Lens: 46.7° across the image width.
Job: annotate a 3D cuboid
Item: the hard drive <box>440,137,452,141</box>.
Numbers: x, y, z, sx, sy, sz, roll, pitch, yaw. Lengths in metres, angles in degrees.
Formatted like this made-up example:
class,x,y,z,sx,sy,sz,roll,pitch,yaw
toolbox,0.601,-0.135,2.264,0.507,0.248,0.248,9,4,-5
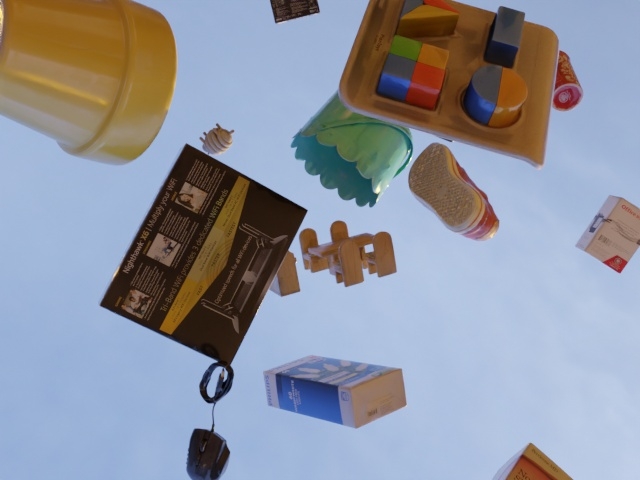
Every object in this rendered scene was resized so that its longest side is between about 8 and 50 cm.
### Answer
class,x,y,z,sx,sy,sz,roll,pitch,yaw
hard drive,0.318,-0.329,2.039,0.094,0.022,0.135,19,-140,-18

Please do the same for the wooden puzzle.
class,x,y,z,sx,sy,sz,roll,pitch,yaw
wooden puzzle,0.230,-0.299,1.213,0.348,0.080,0.322,19,-124,-1

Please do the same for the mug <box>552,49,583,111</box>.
class,x,y,z,sx,sy,sz,roll,pitch,yaw
mug,0.655,-0.452,2.082,0.150,0.113,0.169,21,-141,-21

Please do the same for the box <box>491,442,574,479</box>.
class,x,y,z,sx,sy,sz,roll,pitch,yaw
box,0.401,0.544,1.480,0.149,0.126,0.232,41,-140,14

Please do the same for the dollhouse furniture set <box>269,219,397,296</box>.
class,x,y,z,sx,sy,sz,roll,pitch,yaw
dollhouse furniture set,0.000,0.000,1.528,0.242,0.160,0.212,-15,-167,-21

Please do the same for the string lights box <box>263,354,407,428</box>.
class,x,y,z,sx,sy,sz,roll,pitch,yaw
string lights box,0.022,0.282,1.410,0.133,0.076,0.260,-12,-173,-40

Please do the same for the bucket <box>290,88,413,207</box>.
class,x,y,z,sx,sy,sz,roll,pitch,yaw
bucket,0.083,-0.231,1.827,0.281,0.281,0.183,33,-104,16

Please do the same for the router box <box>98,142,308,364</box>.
class,x,y,z,sx,sy,sz,roll,pitch,yaw
router box,-0.199,0.026,1.275,0.243,0.308,0.081,29,171,-16

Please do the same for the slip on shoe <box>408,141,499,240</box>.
class,x,y,z,sx,sy,sz,roll,pitch,yaw
slip on shoe,0.271,-0.101,1.539,0.101,0.123,0.331,32,-162,-29

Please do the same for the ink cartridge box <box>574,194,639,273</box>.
class,x,y,z,sx,sy,sz,roll,pitch,yaw
ink cartridge box,0.692,-0.016,1.739,0.109,0.150,0.063,31,-172,-10

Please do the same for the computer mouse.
class,x,y,z,sx,sy,sz,roll,pitch,yaw
computer mouse,-0.181,0.304,1.205,0.071,0.241,0.041,17,-159,21

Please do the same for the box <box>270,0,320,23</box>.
class,x,y,z,sx,sy,sz,roll,pitch,yaw
box,-0.048,-0.427,1.314,0.083,0.067,0.018,-13,-169,5

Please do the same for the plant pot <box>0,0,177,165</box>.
class,x,y,z,sx,sy,sz,roll,pitch,yaw
plant pot,-0.380,-0.255,1.089,0.239,0.254,0.254,9,-147,-44

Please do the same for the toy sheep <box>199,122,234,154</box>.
class,x,y,z,sx,sy,sz,roll,pitch,yaw
toy sheep,-0.323,-0.316,2.334,0.091,0.132,0.091,32,-134,-40
